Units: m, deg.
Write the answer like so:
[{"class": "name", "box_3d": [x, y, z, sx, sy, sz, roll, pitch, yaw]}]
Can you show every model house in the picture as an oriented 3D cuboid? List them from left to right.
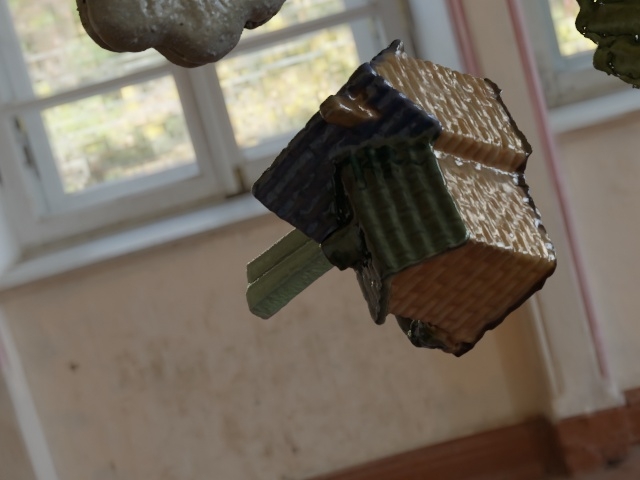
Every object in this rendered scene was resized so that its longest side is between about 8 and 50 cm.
[{"class": "model house", "box_3d": [0.049, -0.029, 1.061, 0.172, 0.183, 0.166, 17, -51, -44]}]

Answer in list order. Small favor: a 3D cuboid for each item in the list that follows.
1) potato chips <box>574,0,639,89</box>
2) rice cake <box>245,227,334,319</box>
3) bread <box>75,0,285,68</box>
[{"class": "potato chips", "box_3d": [0.431, -0.328, 1.612, 0.070, 0.358, 0.429, 6, 3, -32]}, {"class": "rice cake", "box_3d": [-0.001, 0.001, 1.695, 0.222, 0.042, 0.080, -37, 41, 25]}, {"class": "bread", "box_3d": [-0.196, -0.315, 1.863, 0.337, 0.183, 0.102, 8, -4, -26]}]
